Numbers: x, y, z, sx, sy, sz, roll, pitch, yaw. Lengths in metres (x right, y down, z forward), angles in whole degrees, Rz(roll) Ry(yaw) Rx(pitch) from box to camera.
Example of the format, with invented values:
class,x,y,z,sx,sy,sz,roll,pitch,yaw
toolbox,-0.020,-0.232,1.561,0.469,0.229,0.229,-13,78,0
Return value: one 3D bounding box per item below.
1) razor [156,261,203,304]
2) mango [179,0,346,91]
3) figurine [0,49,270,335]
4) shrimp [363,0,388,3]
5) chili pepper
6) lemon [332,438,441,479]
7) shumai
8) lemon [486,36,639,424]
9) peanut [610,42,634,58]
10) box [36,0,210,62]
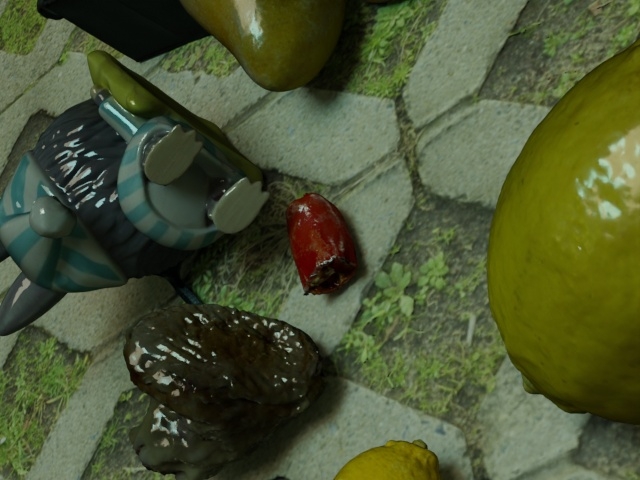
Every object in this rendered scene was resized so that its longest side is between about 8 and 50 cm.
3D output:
class,x,y,z,sx,sy,sz,roll,pitch,yaw
razor,-0.156,0.082,1.452,0.066,0.033,0.190,-27,41,-19
mango,-0.085,-0.342,1.465,0.199,0.222,0.384,-52,41,34
figurine,-0.264,-0.004,1.412,0.377,0.266,0.361,-54,24,6
shrimp,0.135,-0.382,1.369,0.287,0.063,0.152,-18,50,51
chili pepper,0.000,0.000,1.304,0.070,0.073,0.123,-11,52,-8
lemon,0.059,0.257,1.064,0.114,0.114,0.155,29,83,50
shumai,-0.111,0.177,1.290,0.184,0.218,0.185,-100,10,-49
lemon,0.268,0.002,0.873,0.285,0.285,0.316,22,114,49
peanut,0.329,-0.137,0.996,0.257,0.124,0.123,-34,47,31
box,-0.249,-0.480,1.723,0.251,0.204,0.345,-12,60,41
